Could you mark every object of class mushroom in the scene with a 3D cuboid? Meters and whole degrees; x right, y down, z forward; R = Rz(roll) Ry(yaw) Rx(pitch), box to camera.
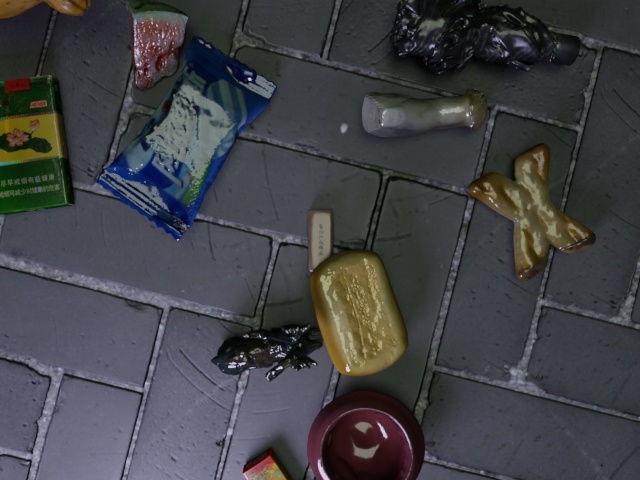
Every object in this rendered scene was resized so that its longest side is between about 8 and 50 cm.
[{"bbox_3d":[0.188,-0.226,0.939,0.223,0.092,0.081,-2,73,-8],"label":"mushroom"}]

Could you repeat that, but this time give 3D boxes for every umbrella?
[{"bbox_3d":[0.291,-0.348,0.925,0.336,0.128,0.154,19,87,-4],"label":"umbrella"}]

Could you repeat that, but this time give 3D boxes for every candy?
[{"bbox_3d":[-0.236,-0.186,0.937,0.187,0.077,0.331,33,87,-3],"label":"candy"},{"bbox_3d":[-0.083,0.445,0.952,0.062,0.038,0.122,-33,90,-1],"label":"candy"}]

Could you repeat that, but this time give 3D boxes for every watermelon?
[{"bbox_3d":[-0.287,-0.350,0.923,0.097,0.121,0.158,-1,94,-23],"label":"watermelon"}]

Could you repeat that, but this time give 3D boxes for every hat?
[{"bbox_3d":[0.081,0.360,0.932,0.205,0.089,0.206,0,86,3],"label":"hat"}]

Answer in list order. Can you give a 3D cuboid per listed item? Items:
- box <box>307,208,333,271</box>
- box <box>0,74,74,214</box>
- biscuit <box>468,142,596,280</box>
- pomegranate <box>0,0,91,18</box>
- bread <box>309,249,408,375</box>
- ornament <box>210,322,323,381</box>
[{"bbox_3d":[0.000,0.000,0.964,0.048,0.025,0.115,1,89,-3],"label":"box"},{"bbox_3d":[-0.527,-0.171,0.950,0.132,0.034,0.235,-9,90,-1],"label":"box"},{"bbox_3d":[0.383,-0.050,0.960,0.164,0.047,0.208,-29,90,-2],"label":"biscuit"},{"bbox_3d":[-0.516,-0.512,0.798,0.410,0.410,0.410,0,90,-1],"label":"pomegranate"},{"bbox_3d":[0.062,0.124,0.925,0.147,0.098,0.217,-15,90,-19],"label":"bread"},{"bbox_3d":[-0.095,0.180,0.856,0.202,0.236,0.080,-12,84,-2],"label":"ornament"}]
